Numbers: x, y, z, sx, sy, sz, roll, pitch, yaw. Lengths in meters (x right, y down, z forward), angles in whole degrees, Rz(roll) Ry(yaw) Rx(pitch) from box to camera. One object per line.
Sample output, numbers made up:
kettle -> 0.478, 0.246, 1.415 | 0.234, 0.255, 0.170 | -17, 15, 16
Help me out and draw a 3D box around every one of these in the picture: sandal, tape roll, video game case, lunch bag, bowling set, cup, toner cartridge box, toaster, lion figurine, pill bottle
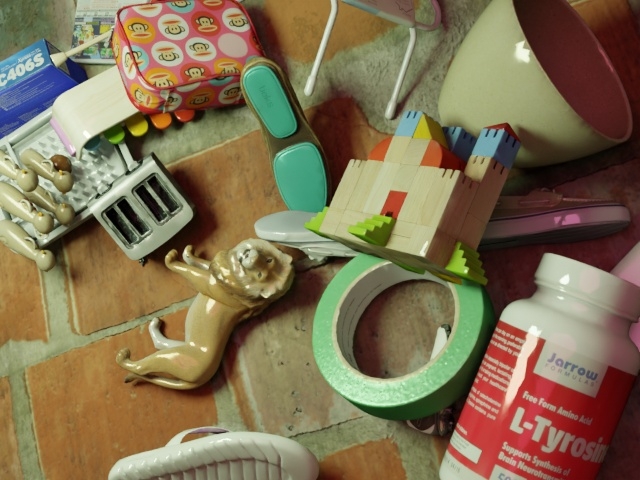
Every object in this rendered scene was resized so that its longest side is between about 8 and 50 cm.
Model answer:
sandal -> -0.204, 0.404, 1.561 | 0.416, 0.169, 0.102 | -10, 33, 15
tape roll -> 0.142, 0.152, 1.481 | 0.321, 0.077, 0.321 | -14, 55, 22
video game case -> -0.472, -0.487, 1.893 | 0.201, 0.023, 0.184 | 7, 89, 26
lunch bag -> -0.272, -0.396, 1.711 | 0.293, 0.120, 0.258 | -12, 69, -28
bowling set -> -0.547, -0.099, 1.695 | 0.154, 0.287, 0.200 | 33, 54, 15
cup -> 0.346, -0.257, 1.472 | 0.237, 0.331, 0.331 | -33, 66, 37
toner cartridge box -> -0.703, -0.308, 1.872 | 0.347, 0.165, 0.075 | -25, 69, 10
toaster -> -0.355, -0.061, 1.698 | 0.168, 0.110, 0.186 | -37, 100, 0
lion figurine -> -0.219, 0.157, 1.633 | 0.240, 0.142, 0.392 | 28, 100, 14
pill bottle -> 0.363, 0.239, 1.338 | 0.229, 0.229, 0.408 | 22, 91, 21

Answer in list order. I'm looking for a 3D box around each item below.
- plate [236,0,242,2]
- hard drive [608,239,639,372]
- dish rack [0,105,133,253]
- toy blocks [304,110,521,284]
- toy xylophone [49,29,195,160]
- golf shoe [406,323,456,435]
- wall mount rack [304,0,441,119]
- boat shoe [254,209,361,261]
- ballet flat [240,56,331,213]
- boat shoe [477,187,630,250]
plate -> -0.323, -0.623, 1.896 | 0.277, 0.045, 0.278 | -16, 72, 14
hard drive -> 0.635, 0.072, 1.415 | 0.353, 0.047, 0.233 | -47, 68, 2
dish rack -> -0.562, -0.147, 1.836 | 0.332, 0.072, 0.286 | -32, 68, 8
toy blocks -> 0.162, -0.095, 1.409 | 0.381, 0.190, 0.261 | 14, 78, 55
toy xylophone -> -0.422, -0.321, 1.766 | 0.322, 0.081, 0.236 | -24, 77, -12
golf shoe -> 0.196, 0.244, 1.494 | 0.093, 0.077, 0.198 | 2, 76, 18
wall mount rack -> 0.077, -0.414, 1.615 | 0.130, 0.350, 0.304 | -28, 61, 48
boat shoe -> 0.000, 0.000, 1.606 | 0.258, 0.095, 0.084 | 4, 121, 16
ballet flat -> -0.059, -0.202, 1.642 | 0.116, 0.124, 0.343 | -20, 111, 14
boat shoe -> 0.388, -0.047, 1.493 | 0.302, 0.109, 0.094 | -6, 73, 19
